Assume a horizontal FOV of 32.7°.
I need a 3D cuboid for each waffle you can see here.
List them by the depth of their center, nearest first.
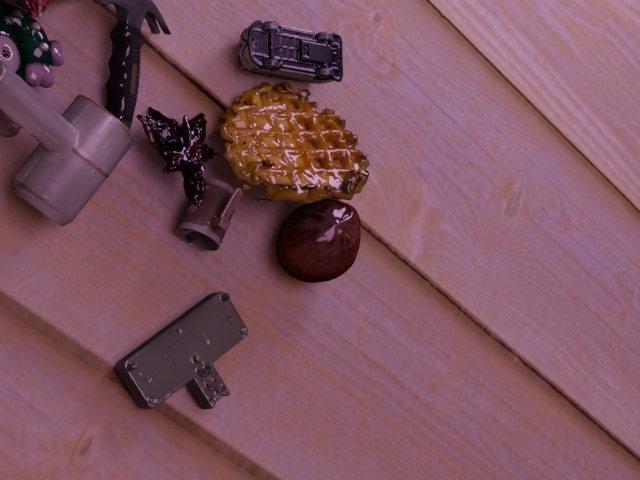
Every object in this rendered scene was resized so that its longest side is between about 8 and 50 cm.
[{"bbox_3d":[-0.039,-0.155,1.813,0.262,0.060,0.280,34,41,-4],"label":"waffle"}]

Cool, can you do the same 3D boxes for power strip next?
[{"bbox_3d":[-0.195,0.192,1.698,0.216,0.061,0.145,-38,104,-33],"label":"power strip"}]

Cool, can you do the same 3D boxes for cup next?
[{"bbox_3d":[-0.175,-0.048,1.729,0.074,0.102,0.099,23,67,-7],"label":"cup"}]

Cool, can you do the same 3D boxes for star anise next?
[{"bbox_3d":[-0.228,-0.152,1.712,0.157,0.053,0.212,38,34,-19],"label":"star anise"}]

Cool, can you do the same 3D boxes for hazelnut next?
[{"bbox_3d":[0.000,0.000,1.827,0.154,0.143,0.143,-31,101,-34],"label":"hazelnut"}]

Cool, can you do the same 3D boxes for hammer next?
[{"bbox_3d":[-0.303,-0.273,1.686,0.159,0.041,0.226,11,84,-59],"label":"hammer"}]

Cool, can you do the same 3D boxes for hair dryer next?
[{"bbox_3d":[-0.399,-0.164,1.470,0.173,0.108,0.357,-54,150,-9],"label":"hair dryer"}]

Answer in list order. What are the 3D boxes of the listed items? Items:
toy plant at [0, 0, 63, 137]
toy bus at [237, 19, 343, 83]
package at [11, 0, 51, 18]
[{"bbox_3d":[-0.484,-0.260,1.531,0.232,0.112,0.243,34,54,-27],"label":"toy plant"},{"bbox_3d":[-0.056,-0.317,1.864,0.194,0.089,0.087,3,82,-36],"label":"toy bus"},{"bbox_3d":[-0.427,-0.434,1.566,0.223,0.108,0.288,61,13,-15],"label":"package"}]
